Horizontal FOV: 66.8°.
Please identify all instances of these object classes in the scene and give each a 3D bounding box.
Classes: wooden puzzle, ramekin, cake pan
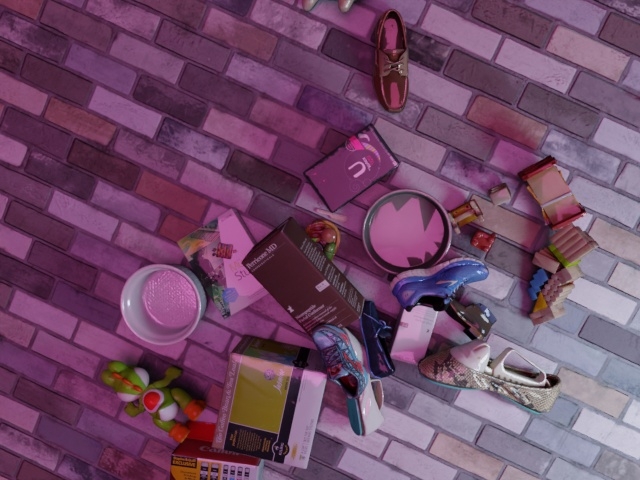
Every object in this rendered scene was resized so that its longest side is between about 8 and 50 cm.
[{"bbox_3d":[-0.328,0.036,1.650,0.083,0.006,0.049,10,96,3],"label":"wooden puzzle"},{"bbox_3d":[-0.527,0.208,1.671,0.277,0.135,0.277,0,95,4],"label":"ramekin"},{"bbox_3d":[0.285,-0.028,1.615,0.293,0.054,0.293,2,100,12],"label":"cake pan"}]

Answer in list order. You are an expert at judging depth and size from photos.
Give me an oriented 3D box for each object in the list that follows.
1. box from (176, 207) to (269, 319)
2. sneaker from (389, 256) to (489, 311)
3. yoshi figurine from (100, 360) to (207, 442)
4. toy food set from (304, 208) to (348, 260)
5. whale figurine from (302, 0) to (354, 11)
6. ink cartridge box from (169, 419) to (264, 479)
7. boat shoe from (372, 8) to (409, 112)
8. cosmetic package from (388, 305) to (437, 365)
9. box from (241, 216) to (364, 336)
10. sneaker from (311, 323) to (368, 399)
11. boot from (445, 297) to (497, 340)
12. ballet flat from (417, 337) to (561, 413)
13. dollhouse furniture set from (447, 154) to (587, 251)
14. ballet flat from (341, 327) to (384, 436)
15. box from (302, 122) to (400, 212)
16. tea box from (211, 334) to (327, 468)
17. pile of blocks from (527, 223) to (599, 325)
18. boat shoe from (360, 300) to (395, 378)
[{"bbox_3d":[-0.315,0.080,1.684,0.232,0.058,0.322,-31,91,6],"label":"box"},{"bbox_3d":[0.396,0.157,1.564,0.330,0.129,0.147,-15,58,-10],"label":"sneaker"},{"bbox_3d":[-0.592,0.541,1.705,0.362,0.203,0.203,36,122,-4],"label":"yoshi figurine"},{"bbox_3d":[0.000,0.000,1.647,0.128,0.071,0.217,23,96,2],"label":"toy food set"},{"bbox_3d":[0.059,-0.834,1.552,0.272,0.141,0.216,-16,94,30],"label":"whale figurine"},{"bbox_3d":[-0.364,0.809,1.720,0.310,0.130,0.271,5,95,4],"label":"ink cartridge box"},{"bbox_3d":[0.225,-0.575,1.555,0.123,0.116,0.324,-6,95,5],"label":"boat shoe"},{"bbox_3d":[0.316,0.297,1.648,0.118,0.085,0.231,14,95,3],"label":"cosmetic package"},{"bbox_3d":[-0.050,0.132,1.582,0.191,0.143,0.381,-38,100,23],"label":"box"},{"bbox_3d":[0.060,0.378,1.515,0.104,0.125,0.261,-36,93,18],"label":"sneaker"},{"bbox_3d":[0.496,0.233,1.646,0.106,0.082,0.219,-39,90,-14],"label":"boot"},{"bbox_3d":[0.563,0.419,1.585,0.483,0.164,0.182,19,109,-7],"label":"ballet flat"},{"bbox_3d":[0.627,-0.097,1.579,0.374,0.152,0.201,-29,93,23],"label":"dollhouse furniture set"},{"bbox_3d":[0.141,0.470,1.667,0.139,0.139,0.400,-10,98,5],"label":"ballet flat"},{"bbox_3d":[0.101,-0.230,1.583,0.270,0.143,0.165,-36,91,7],"label":"box"},{"bbox_3d":[-0.159,0.530,1.634,0.324,0.220,0.328,13,96,2],"label":"tea box"},{"bbox_3d":[0.780,0.110,1.592,0.149,0.113,0.362,38,123,42],"label":"pile of blocks"},{"bbox_3d":[0.201,0.325,1.626,0.089,0.109,0.258,-20,73,29],"label":"boat shoe"}]
